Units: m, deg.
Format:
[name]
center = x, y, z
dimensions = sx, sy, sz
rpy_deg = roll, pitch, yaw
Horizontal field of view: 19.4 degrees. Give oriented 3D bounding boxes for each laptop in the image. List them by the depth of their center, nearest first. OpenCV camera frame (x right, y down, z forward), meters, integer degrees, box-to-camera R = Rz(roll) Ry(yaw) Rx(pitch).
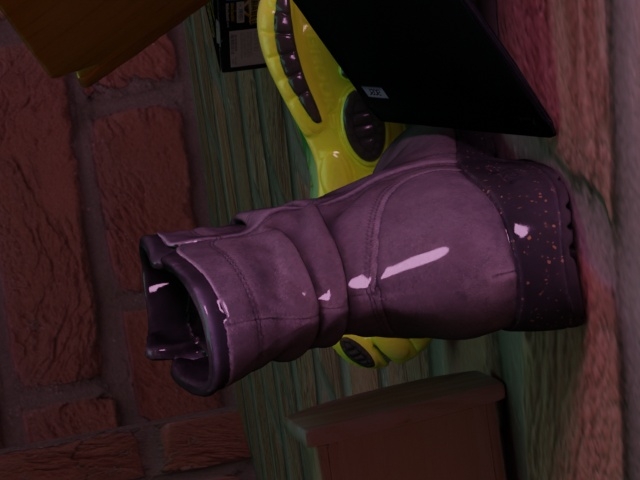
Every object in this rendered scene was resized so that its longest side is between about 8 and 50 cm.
[laptop]
center = 0.053, -0.205, 1.022
dimensions = 0.234, 0.136, 0.264
rpy_deg = 14, 90, 67

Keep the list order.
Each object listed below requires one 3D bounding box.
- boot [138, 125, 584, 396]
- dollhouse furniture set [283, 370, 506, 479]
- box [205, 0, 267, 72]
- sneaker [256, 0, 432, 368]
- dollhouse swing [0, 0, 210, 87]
[boot]
center = 0.000, 0.000, 1.072
dimensions = 0.338, 0.222, 0.118
rpy_deg = -157, 56, -82
[dollhouse furniture set]
center = -0.027, 0.190, 1.304
dimensions = 0.303, 0.286, 0.198
rpy_deg = -162, 61, -69
[box]
center = -0.106, -0.384, 2.003
dimensions = 0.257, 0.079, 0.322
rpy_deg = 88, 170, -58
[sneaker]
center = 0.035, -0.055, 1.322
dimensions = 0.123, 0.109, 0.296
rpy_deg = -45, -53, -70
[dollhouse swing]
center = -0.197, -0.368, 1.531
dimensions = 0.305, 0.315, 0.347
rpy_deg = 53, 176, 13
